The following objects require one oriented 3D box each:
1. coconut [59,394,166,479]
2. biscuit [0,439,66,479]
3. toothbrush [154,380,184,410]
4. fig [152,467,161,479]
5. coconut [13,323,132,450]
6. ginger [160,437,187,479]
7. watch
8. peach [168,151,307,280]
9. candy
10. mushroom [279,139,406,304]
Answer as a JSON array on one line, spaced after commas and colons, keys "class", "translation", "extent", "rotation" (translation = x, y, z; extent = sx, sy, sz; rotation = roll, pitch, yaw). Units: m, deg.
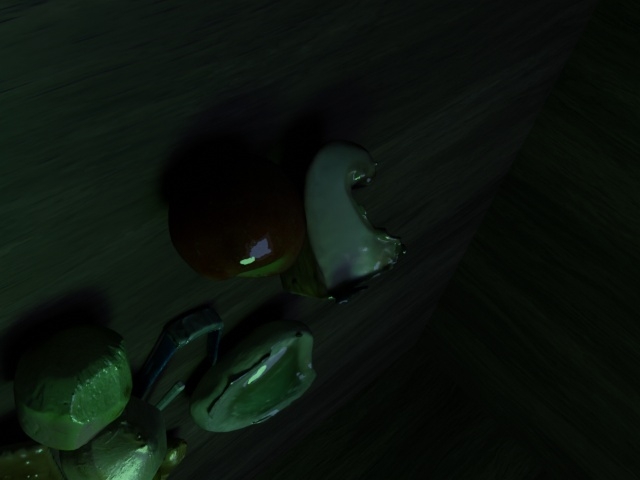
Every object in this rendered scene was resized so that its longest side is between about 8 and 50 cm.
[{"class": "coconut", "translation": [-0.465, 0.465, 1.298], "extent": [0.231, 0.227, 0.227], "rotation": [-17, 169, 26]}, {"class": "biscuit", "translation": [-0.672, 0.519, 1.208], "extent": [0.217, 0.044, 0.324], "rotation": [-8, 142, -20]}, {"class": "toothbrush", "translation": [-0.447, 0.464, 1.520], "extent": [0.030, 0.025, 0.342], "rotation": [-26, 163, -52]}, {"class": "fig", "translation": [-0.552, 0.664, 1.535], "extent": [0.230, 0.207, 0.207], "rotation": [-24, 150, -23]}, {"class": "coconut", "translation": [-0.463, 0.277, 1.065], "extent": [0.205, 0.235, 0.235], "rotation": [2, 138, -14]}, {"class": "ginger", "translation": [-0.571, 0.797, 1.855], "extent": [0.363, 0.122, 0.348], "rotation": [-44, 159, -19]}, {"class": "watch", "translation": [-0.374, 0.298, 1.427], "extent": [0.276, 0.068, 0.274], "rotation": [-29, 156, -35]}, {"class": "peach", "translation": [-0.148, -0.044, 1.039], "extent": [0.252, 0.252, 0.252], "rotation": [-37, 155, -20]}, {"class": "candy", "translation": [-0.207, 0.412, 1.717], "extent": [0.427, 0.186, 0.386], "rotation": [-35, 146, -17]}, {"class": "mushroom", "translation": [-0.021, -0.038, 1.295], "extent": [0.224, 0.313, 0.397], "rotation": [-23, -173, -23]}]
